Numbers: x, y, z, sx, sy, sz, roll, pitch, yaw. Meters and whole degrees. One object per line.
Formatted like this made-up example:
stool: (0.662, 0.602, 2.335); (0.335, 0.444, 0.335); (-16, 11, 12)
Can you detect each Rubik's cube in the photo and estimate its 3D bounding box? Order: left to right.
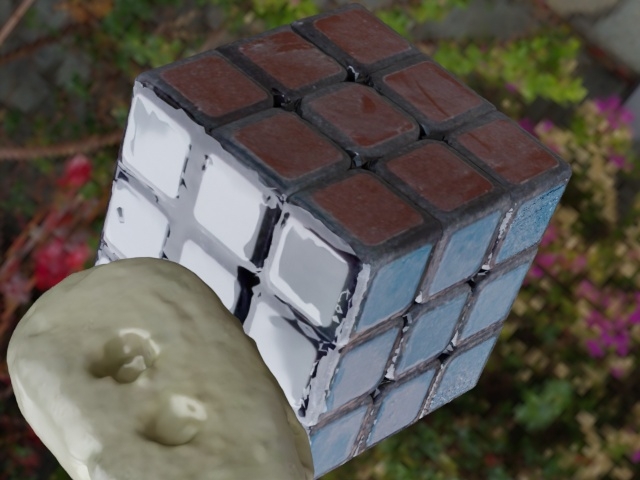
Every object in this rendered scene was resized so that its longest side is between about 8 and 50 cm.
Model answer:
Rubik's cube: (0.000, 0.000, 1.577); (0.305, 0.301, 0.304); (-23, -127, -40)

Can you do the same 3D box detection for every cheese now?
cheese: (-0.114, 0.129, 1.218); (0.248, 0.173, 0.251); (54, 176, -4)
